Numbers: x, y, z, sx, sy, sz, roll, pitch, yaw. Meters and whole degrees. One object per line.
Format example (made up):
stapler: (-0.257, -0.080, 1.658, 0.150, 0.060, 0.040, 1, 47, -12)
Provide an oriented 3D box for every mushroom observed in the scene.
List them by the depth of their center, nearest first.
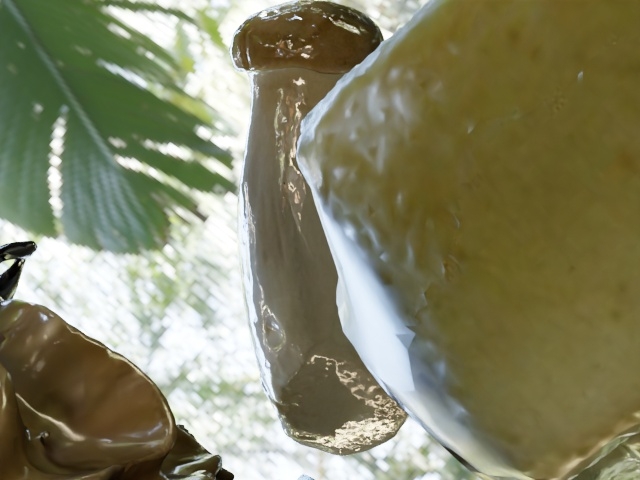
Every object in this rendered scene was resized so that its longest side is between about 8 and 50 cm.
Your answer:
mushroom: (0.000, 0.000, 1.201, 0.128, 0.128, 0.350, -14, -74, -37)

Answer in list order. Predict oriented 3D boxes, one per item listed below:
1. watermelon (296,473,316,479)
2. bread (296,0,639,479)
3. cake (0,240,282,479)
watermelon: (0.002, 0.211, 1.212, 0.072, 0.084, 0.092, -10, -57, -27)
bread: (0.131, -0.003, 0.772, 0.264, 0.239, 0.395, -39, -21, 12)
cake: (-0.153, 0.123, 0.685, 0.332, 0.332, 0.321, -8, -102, -40)
